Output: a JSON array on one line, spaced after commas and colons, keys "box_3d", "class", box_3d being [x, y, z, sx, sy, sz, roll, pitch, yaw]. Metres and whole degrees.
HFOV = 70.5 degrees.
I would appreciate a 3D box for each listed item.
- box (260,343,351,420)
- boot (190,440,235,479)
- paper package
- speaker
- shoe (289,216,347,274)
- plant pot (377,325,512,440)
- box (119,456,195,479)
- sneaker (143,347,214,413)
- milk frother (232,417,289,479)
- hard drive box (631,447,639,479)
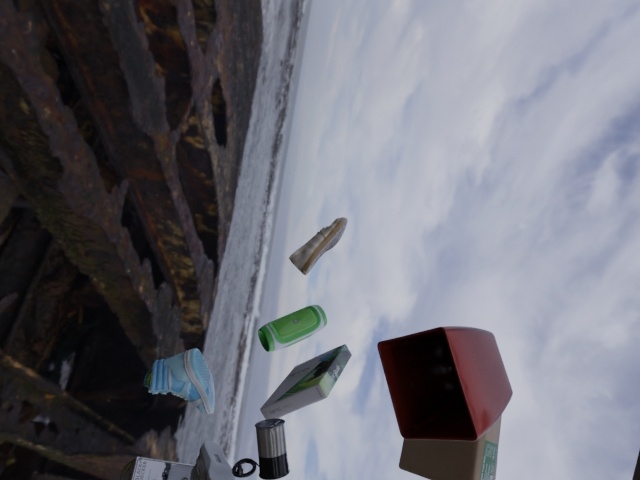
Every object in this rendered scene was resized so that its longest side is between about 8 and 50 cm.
[{"box_3d": [-0.039, 0.470, 1.524, 0.058, 0.233, 0.322, 60, 19, -1], "class": "box"}, {"box_3d": [-0.351, 0.767, 1.451, 0.123, 0.095, 0.258, -65, -157, -2], "class": "boot"}, {"box_3d": [0.470, 0.698, 1.627, 0.310, 0.168, 0.324, -7, -120, 48], "class": "paper package"}, {"box_3d": [-0.122, 0.389, 2.021, 0.131, 0.297, 0.131, 39, -42, 45], "class": "speaker"}, {"box_3d": [0.000, 0.000, 1.171, 0.219, 0.058, 0.076, -47, 161, -39], "class": "shoe"}, {"box_3d": [0.355, 0.366, 1.229, 0.267, 0.236, 0.266, -33, -113, 53], "class": "plant pot"}, {"box_3d": [-0.547, 0.853, 1.616, 0.169, 0.290, 0.087, -45, -146, 41], "class": "box"}, {"box_3d": [-0.498, 0.513, 1.603, 0.127, 0.209, 0.318, -105, -174, -55], "class": "sneaker"}, {"box_3d": [-0.166, 0.565, 1.229, 0.129, 0.143, 0.134, 160, -75, -65], "class": "milk frother"}, {"box_3d": [0.901, 0.535, 1.119, 0.089, 0.181, 0.231, 155, -42, -77], "class": "hard drive box"}]
